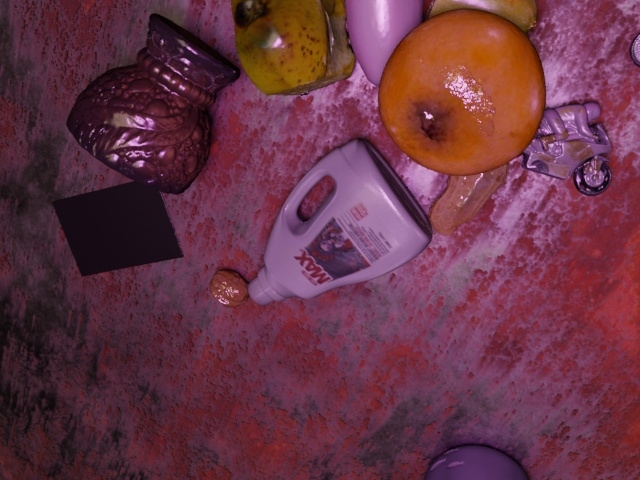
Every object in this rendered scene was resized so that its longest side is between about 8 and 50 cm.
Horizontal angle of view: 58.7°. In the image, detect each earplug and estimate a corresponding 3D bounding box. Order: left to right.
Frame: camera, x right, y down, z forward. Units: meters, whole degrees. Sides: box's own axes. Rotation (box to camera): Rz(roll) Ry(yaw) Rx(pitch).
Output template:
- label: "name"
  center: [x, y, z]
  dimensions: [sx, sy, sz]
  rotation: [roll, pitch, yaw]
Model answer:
- label: "earplug"
  center: [0.111, -0.417, 0.982]
  dimensions: [0.172, 0.172, 0.301]
  rotation: [1, 113, 15]

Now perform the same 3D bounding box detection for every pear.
- label: "pear"
  center: [-0.052, -0.381, 0.984]
  dimensions: [0.164, 0.255, 0.238]
  rotation: [-10, 100, 20]

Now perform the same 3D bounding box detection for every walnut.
- label: "walnut"
  center: [-0.205, 0.110, 1.285]
  dimensions: [0.096, 0.082, 0.079]
  rotation: [38, 142, 0]

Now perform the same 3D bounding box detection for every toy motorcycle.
- label: "toy motorcycle"
  center: [0.428, -0.183, 1.007]
  dimensions: [0.225, 0.073, 0.152]
  rotation: [25, 97, 1]

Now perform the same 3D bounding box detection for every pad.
- label: "pad"
  center: [-0.484, -0.028, 1.353]
  dimensions: [0.300, 0.005, 0.202]
  rotation: [-11, 105, 19]

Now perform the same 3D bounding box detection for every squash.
- label: "squash"
  center: [0.277, -0.402, 0.956]
  dimensions: [0.186, 0.123, 0.123]
  rotation: [23, 112, 5]

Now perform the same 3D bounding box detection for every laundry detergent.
- label: "laundry detergent"
  center: [0.000, 0.000, 1.169]
  dimensions: [0.398, 0.125, 0.264]
  rotation: [-34, 98, 25]

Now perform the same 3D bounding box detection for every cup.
- label: "cup"
  center: [0.305, 0.635, 1.212]
  dimensions: [0.259, 0.274, 0.357]
  rotation: [35, 114, 2]

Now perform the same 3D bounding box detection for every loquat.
- label: "loquat"
  center: [0.225, -0.231, 0.912]
  dimensions: [0.263, 0.263, 0.263]
  rotation: [5, 109, 14]

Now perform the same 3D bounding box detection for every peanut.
- label: "peanut"
  center: [0.275, -0.093, 1.078]
  dimensions: [0.093, 0.083, 0.194]
  rotation: [34, 113, -13]

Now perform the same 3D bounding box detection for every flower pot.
- label: "flower pot"
  center: [-0.304, -0.269, 1.099]
  dimensions: [0.266, 0.266, 0.267]
  rotation: [36, 102, 2]

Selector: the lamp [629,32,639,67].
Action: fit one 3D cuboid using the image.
- label: "lamp"
  center: [0.645, -0.191, 0.969]
  dimensions: [0.130, 0.108, 0.371]
  rotation: [-43, 78, 35]
